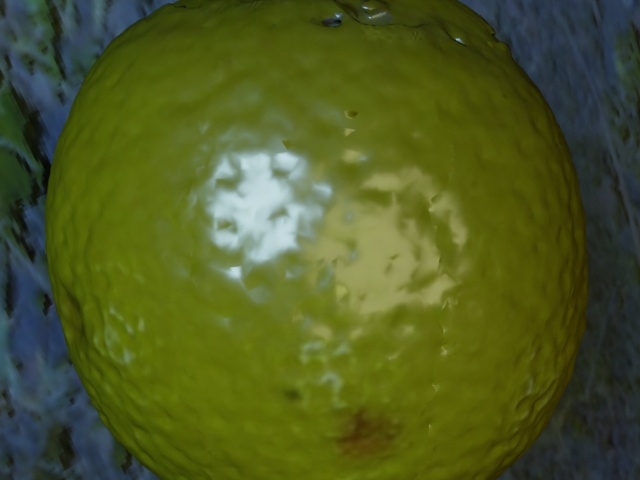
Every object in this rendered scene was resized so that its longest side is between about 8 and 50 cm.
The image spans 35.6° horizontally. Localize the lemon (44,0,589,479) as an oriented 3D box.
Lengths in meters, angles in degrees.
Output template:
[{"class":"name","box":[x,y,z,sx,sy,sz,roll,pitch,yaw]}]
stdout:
[{"class":"lemon","box":[0.003,0.009,0.432,0.228,0.228,0.254,-15,89,-23]}]
